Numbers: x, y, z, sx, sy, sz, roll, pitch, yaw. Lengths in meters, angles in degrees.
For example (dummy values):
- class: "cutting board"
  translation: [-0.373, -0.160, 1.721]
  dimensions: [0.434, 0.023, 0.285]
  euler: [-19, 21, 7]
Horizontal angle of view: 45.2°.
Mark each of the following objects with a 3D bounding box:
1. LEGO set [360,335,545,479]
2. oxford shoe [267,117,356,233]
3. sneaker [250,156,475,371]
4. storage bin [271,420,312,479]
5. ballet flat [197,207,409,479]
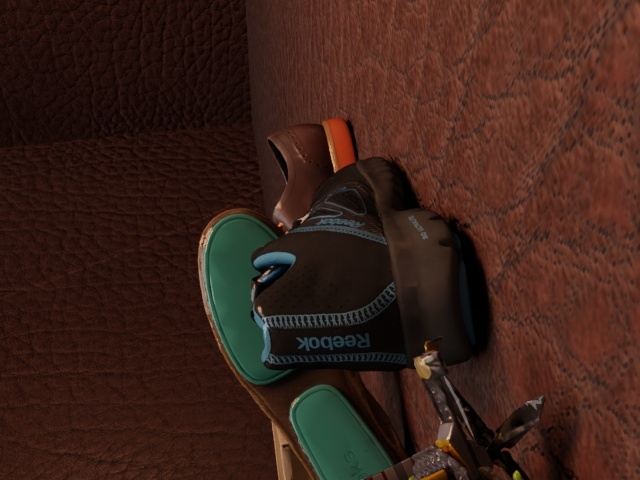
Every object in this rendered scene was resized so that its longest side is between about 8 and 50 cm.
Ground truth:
- class: "LEGO set"
  translation: [0.061, 0.230, 0.432]
  dimensions: [0.254, 0.192, 0.331]
  euler: [59, 150, 23]
- class: "oxford shoe"
  translation: [0.000, 0.000, 0.830]
  dimensions: [0.097, 0.099, 0.271]
  euler: [102, 160, -68]
- class: "sneaker"
  translation: [0.007, 0.008, 0.609]
  dimensions: [0.341, 0.140, 0.125]
  euler: [-123, 23, -78]
- class: "storage bin"
  translation: [0.014, 0.325, 0.957]
  dimensions: [0.262, 0.123, 0.260]
  euler: [-150, 53, -81]
- class: "ballet flat"
  translation: [-0.012, 0.128, 0.760]
  dimensions: [0.342, 0.116, 0.124]
  euler: [57, 180, 5]
